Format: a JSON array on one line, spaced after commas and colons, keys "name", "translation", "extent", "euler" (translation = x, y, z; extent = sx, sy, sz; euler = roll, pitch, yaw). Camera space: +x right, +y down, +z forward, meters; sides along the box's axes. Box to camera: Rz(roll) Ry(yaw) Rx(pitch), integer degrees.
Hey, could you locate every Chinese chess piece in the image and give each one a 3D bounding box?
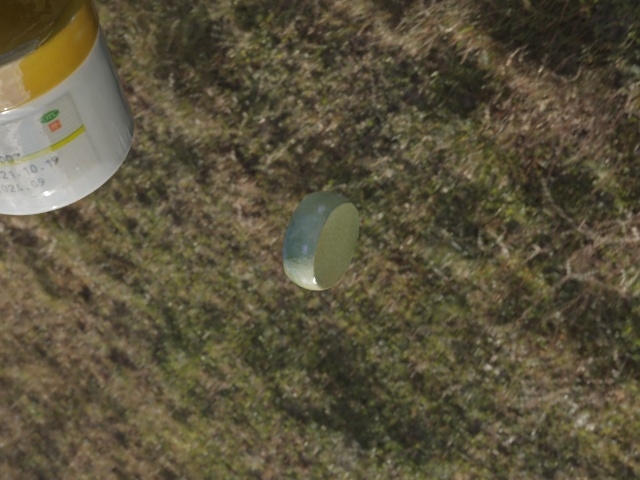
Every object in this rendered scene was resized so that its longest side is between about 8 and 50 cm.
[{"name": "Chinese chess piece", "translation": [0.000, 0.000, 0.770], "extent": [0.034, 0.084, 0.084], "euler": [17, 128, 25]}]

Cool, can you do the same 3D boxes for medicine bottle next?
[{"name": "medicine bottle", "translation": [-0.355, -0.185, 1.066], "extent": [0.237, 0.238, 0.232], "euler": [22, 147, 23]}]
